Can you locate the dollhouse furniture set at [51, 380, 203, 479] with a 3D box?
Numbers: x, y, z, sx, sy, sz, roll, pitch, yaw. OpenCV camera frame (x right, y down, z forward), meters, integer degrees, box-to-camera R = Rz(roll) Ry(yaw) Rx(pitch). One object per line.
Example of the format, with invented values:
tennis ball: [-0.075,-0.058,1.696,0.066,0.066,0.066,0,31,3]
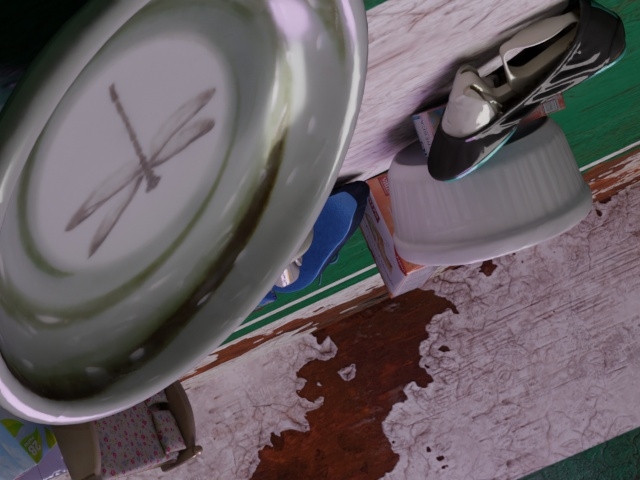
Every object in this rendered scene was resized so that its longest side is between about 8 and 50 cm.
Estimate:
dollhouse furniture set: [-0.216,0.147,1.185,0.173,0.356,0.303,-30,168,20]

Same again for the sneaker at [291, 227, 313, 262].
sneaker: [-0.090,-0.061,1.137,0.131,0.148,0.350,-41,-167,3]

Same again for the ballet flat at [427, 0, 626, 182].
ballet flat: [0.212,-0.180,1.258,0.280,0.095,0.096,-39,129,20]

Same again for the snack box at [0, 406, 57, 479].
snack box: [-0.347,0.150,1.235,0.070,0.174,0.207,-35,-172,22]

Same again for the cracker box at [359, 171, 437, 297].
cracker box: [0.119,-0.007,1.734,0.067,0.156,0.232,-22,169,-8]

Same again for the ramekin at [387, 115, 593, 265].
ramekin: [0.212,-0.076,1.453,0.272,0.127,0.273,-17,-165,5]

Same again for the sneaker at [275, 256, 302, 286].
sneaker: [-0.058,-0.005,1.438,0.099,0.121,0.262,-23,170,-9]

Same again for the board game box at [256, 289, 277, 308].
board game box: [-0.189,0.120,1.992,0.160,0.047,0.210,-26,170,15]

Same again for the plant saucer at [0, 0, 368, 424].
plant saucer: [-0.123,-0.056,0.809,0.400,0.100,0.400,-44,153,-29]

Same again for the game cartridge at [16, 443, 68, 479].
game cartridge: [-0.573,0.340,1.816,0.297,0.198,0.062,-20,169,-15]

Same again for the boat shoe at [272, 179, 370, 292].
boat shoe: [0.000,0.000,1.647,0.258,0.109,0.089,-34,-174,47]

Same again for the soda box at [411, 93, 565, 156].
soda box: [0.212,-0.162,1.388,0.183,0.058,0.063,-21,-174,-14]
